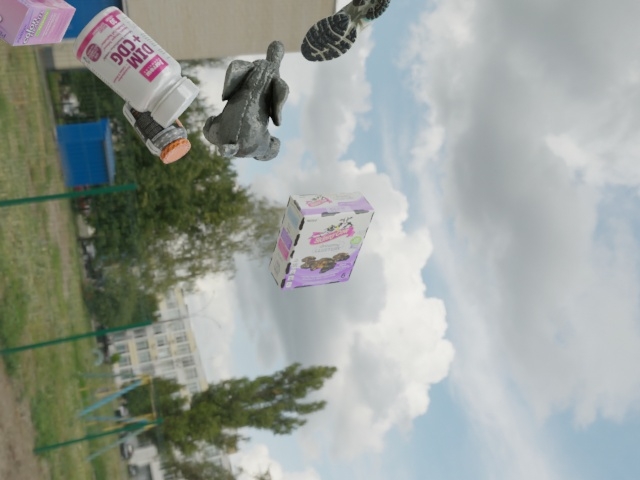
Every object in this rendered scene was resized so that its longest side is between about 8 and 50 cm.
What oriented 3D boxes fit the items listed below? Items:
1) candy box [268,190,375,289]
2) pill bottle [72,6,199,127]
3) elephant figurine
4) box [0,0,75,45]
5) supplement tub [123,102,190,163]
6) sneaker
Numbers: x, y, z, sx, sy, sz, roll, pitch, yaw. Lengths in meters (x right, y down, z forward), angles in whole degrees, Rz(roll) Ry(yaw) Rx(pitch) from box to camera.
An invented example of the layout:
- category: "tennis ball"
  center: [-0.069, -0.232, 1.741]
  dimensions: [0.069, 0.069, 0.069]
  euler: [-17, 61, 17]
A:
- category: "candy box"
  center: [0.000, 0.000, 1.316]
  dimensions: [0.070, 0.165, 0.196]
  euler: [57, -39, 40]
- category: "pill bottle"
  center: [-0.451, -0.423, 1.612]
  dimensions: [0.283, 0.160, 0.160]
  euler: [41, -14, -11]
- category: "elephant figurine"
  center: [-0.135, -0.290, 1.296]
  dimensions: [0.186, 0.169, 0.239]
  euler: [35, -72, 44]
- category: "box"
  center: [-0.838, -0.644, 1.772]
  dimensions: [0.117, 0.214, 0.243]
  euler: [-54, -176, 21]
- category: "supplement tub"
  center: [-0.453, -0.317, 1.814]
  dimensions: [0.190, 0.117, 0.117]
  euler: [54, -23, 7]
- category: "sneaker"
  center: [0.068, -0.579, 1.775]
  dimensions: [0.110, 0.283, 0.122]
  euler: [53, 0, -10]
